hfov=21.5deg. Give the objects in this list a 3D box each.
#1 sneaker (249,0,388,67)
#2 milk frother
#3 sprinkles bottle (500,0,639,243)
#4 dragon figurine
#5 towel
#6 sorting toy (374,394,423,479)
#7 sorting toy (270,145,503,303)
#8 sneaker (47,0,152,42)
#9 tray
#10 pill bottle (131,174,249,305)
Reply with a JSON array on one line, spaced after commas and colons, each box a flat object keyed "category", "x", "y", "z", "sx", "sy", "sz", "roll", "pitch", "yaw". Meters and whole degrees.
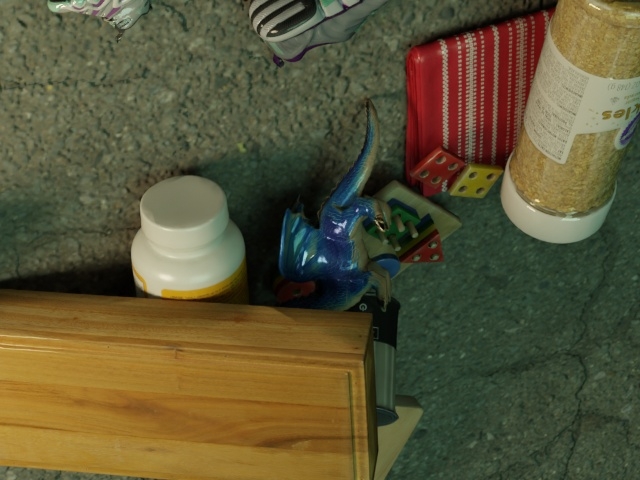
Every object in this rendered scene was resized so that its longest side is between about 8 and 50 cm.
[{"category": "sneaker", "x": 0.038, "y": -0.249, "z": 1.641, "sx": 0.224, "sy": 0.083, "sz": 0.098, "roll": -26, "pitch": 155, "yaw": 0}, {"category": "milk frother", "x": 0.033, "y": 0.144, "z": 1.887, "sx": 0.129, "sy": 0.134, "sz": 0.143, "roll": -4, "pitch": 157, "yaw": 18}, {"category": "sprinkles bottle", "x": 0.270, "y": -0.146, "z": 1.707, "sx": 0.121, "sy": 0.121, "sz": 0.355, "roll": -15, "pitch": 146, "yaw": -17}, {"category": "dragon figurine", "x": 0.000, "y": 0.000, "z": 1.764, "sx": 0.144, "sy": 0.085, "sz": 0.289, "roll": 1, "pitch": 102, "yaw": 7}, {"category": "towel", "x": 0.218, "y": -0.163, "z": 1.827, "sx": 0.275, "sy": 0.031, "sz": 0.199, "roll": -18, "pitch": 133, "yaw": -15}, {"category": "sorting toy", "x": -0.051, "y": 0.257, "z": 1.991, "sx": 0.255, "sy": 0.089, "sz": 0.257, "roll": 9, "pitch": 122, "yaw": -33}, {"category": "sorting toy", "x": 0.083, "y": 0.003, "z": 1.853, "sx": 0.274, "sy": 0.046, "sz": 0.132, "roll": -38, "pitch": 143, "yaw": 20}, {"category": "sneaker", "x": -0.199, "y": -0.210, "z": 1.554, "sx": 0.098, "sy": 0.038, "sz": 0.069, "roll": -18, "pitch": 132, "yaw": -13}, {"category": "tray", "x": -0.151, "y": 0.157, "z": 1.724, "sx": 0.411, "sy": 0.076, "sz": 0.203, "roll": 3, "pitch": 132, "yaw": 8}, {"category": "pill bottle", "x": -0.134, "y": 0.040, "z": 1.745, "sx": 0.118, "sy": 0.117, "sz": 0.208, "roll": -17, "pitch": 132, "yaw": -16}]
